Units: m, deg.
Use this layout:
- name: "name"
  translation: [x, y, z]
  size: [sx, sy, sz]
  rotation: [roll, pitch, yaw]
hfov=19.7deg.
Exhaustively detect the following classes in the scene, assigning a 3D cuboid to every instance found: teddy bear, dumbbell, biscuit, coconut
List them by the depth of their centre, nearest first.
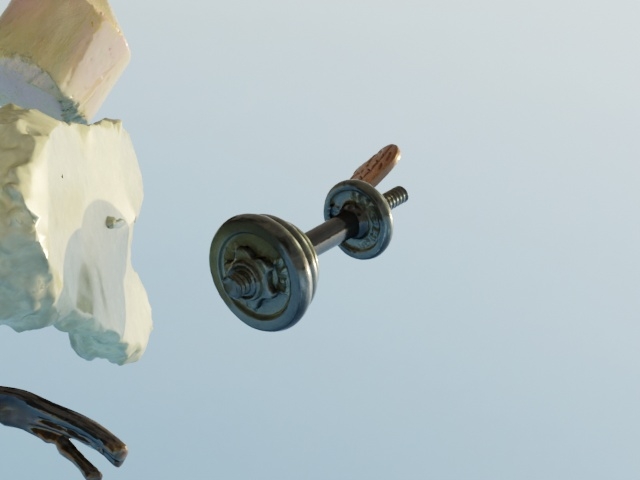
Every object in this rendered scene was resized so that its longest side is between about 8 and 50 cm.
- name: "teddy bear"
  translation: [-0.367, -0.007, 1.530]
  size: [0.362, 0.327, 0.375]
  rotation: [-6, 172, 10]
- name: "dumbbell"
  translation: [0.000, 0.000, 1.676]
  size: [0.110, 0.110, 0.254]
  rotation: [7, -157, 38]
- name: "coconut"
  translation: [-0.278, -0.206, 1.961]
  size: [0.147, 0.147, 0.153]
  rotation: [7, -123, 39]
- name: "biscuit"
  translation: [0.052, -0.074, 2.046]
  size: [0.091, 0.015, 0.078]
  rotation: [-46, -163, -3]

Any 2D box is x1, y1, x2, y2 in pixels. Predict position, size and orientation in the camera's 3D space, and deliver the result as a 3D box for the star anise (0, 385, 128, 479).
- name: "star anise"
  translation: [-0.300, 0.115, 1.258]
  size: [0.346, 0.237, 0.148]
  rotation: [9, 155, -18]
